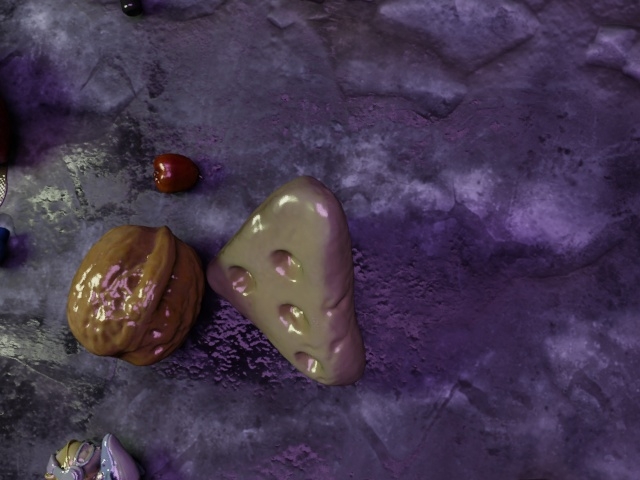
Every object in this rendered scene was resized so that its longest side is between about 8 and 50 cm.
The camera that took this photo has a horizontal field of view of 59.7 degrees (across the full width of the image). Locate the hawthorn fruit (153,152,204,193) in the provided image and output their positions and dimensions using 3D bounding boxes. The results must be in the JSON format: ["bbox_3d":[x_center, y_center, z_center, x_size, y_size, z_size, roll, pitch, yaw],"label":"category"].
[{"bbox_3d":[-0.283,-0.134,1.113,0.093,0.081,0.080,-5,81,-29],"label":"hawthorn fruit"}]

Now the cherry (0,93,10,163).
[{"bbox_3d":[-0.733,-0.254,1.072,0.300,0.203,0.230,39,82,-8],"label":"cherry"}]

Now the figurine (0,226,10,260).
[{"bbox_3d":[-0.688,-0.010,1.099,0.149,0.087,0.086,31,121,6],"label":"figurine"}]

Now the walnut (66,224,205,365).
[{"bbox_3d":[-0.329,0.092,1.013,0.225,0.257,0.256,26,82,-28],"label":"walnut"}]

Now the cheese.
[{"bbox_3d":[-0.012,0.070,0.968,0.351,0.130,0.328,42,129,8],"label":"cheese"}]

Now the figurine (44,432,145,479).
[{"bbox_3d":[-0.411,0.450,1.007,0.184,0.128,0.208,20,87,6],"label":"figurine"}]

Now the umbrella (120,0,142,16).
[{"bbox_3d":[-0.434,-0.634,1.183,0.073,0.067,0.336,-18,82,12],"label":"umbrella"}]

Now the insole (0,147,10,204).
[{"bbox_3d":[-0.664,-0.132,1.149,0.045,0.002,0.134,6,82,1],"label":"insole"}]
